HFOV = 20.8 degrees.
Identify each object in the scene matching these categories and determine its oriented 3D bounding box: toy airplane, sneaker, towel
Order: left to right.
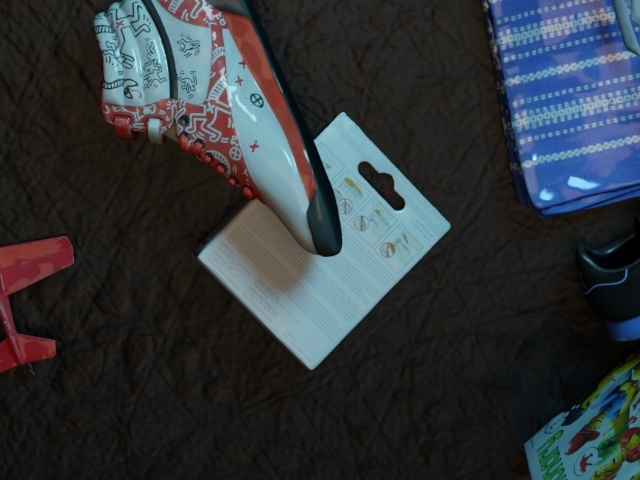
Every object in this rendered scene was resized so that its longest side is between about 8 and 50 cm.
[{"bbox_3d":[-0.281,0.054,1.522,0.151,0.028,0.151,0,105,2],"label":"toy airplane"},{"bbox_3d":[-0.091,-0.090,1.443,0.145,0.090,0.270,-23,91,6],"label":"sneaker"},{"bbox_3d":[0.255,-0.200,1.451,0.243,0.040,0.336,-12,104,2],"label":"towel"},{"bbox_3d":[0.329,-0.002,1.481,0.232,0.081,0.090,-28,110,8],"label":"sneaker"}]

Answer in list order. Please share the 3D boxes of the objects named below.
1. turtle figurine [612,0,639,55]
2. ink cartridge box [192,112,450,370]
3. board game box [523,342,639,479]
[{"bbox_3d":[0.205,-0.298,1.310,0.266,0.198,0.275,40,119,6],"label":"turtle figurine"},{"bbox_3d":[0.000,0.000,1.513,0.179,0.045,0.145,-46,100,-8],"label":"ink cartridge box"},{"bbox_3d":[0.260,0.169,1.410,0.193,0.305,0.053,-43,97,10],"label":"board game box"}]
